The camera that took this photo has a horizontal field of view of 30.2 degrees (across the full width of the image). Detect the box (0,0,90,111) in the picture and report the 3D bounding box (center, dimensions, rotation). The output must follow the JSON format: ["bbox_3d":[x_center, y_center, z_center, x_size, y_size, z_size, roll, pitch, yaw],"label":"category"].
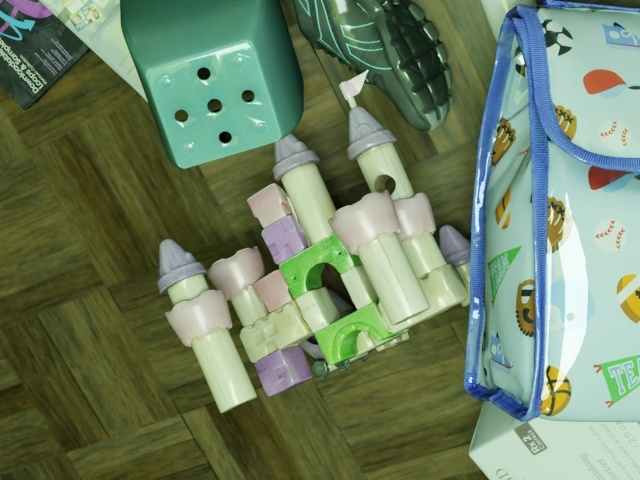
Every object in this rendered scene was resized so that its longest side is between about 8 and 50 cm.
[{"bbox_3d":[-0.336,-0.245,1.400,0.162,0.029,0.116,-38,99,27],"label":"box"}]

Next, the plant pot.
[{"bbox_3d":[-0.108,-0.176,1.211,0.165,0.234,0.166,-16,115,2],"label":"plant pot"}]

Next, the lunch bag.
[{"bbox_3d":[0.321,-0.026,1.129,0.327,0.239,0.386,3,90,-11],"label":"lunch bag"}]

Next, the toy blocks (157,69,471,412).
[{"bbox_3d":[0.000,0.000,1.292,0.288,0.309,0.260,-30,79,26],"label":"toy blocks"}]

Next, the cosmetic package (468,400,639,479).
[{"bbox_3d":[0.294,0.219,1.351,0.183,0.151,0.151,-36,98,26],"label":"cosmetic package"}]

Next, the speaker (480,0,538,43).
[{"bbox_3d":[0.182,-0.276,1.221,0.055,0.055,0.136,-18,107,23],"label":"speaker"}]

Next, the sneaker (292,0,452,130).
[{"bbox_3d":[0.046,-0.230,1.272,0.106,0.101,0.267,-26,98,39],"label":"sneaker"}]

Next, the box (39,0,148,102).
[{"bbox_3d":[-0.211,-0.270,1.331,0.186,0.038,0.145,43,105,-5],"label":"box"}]
